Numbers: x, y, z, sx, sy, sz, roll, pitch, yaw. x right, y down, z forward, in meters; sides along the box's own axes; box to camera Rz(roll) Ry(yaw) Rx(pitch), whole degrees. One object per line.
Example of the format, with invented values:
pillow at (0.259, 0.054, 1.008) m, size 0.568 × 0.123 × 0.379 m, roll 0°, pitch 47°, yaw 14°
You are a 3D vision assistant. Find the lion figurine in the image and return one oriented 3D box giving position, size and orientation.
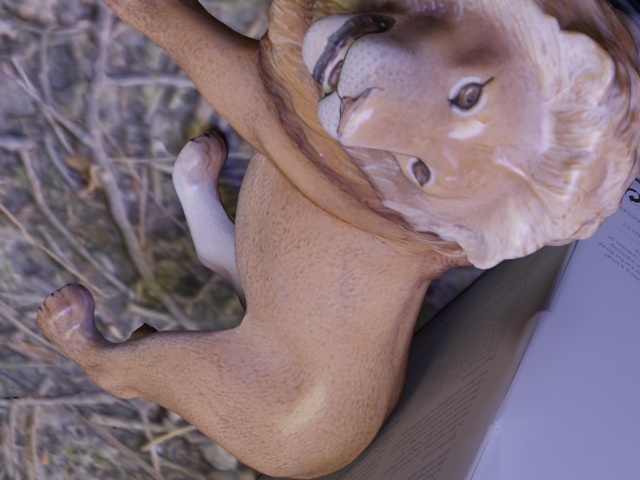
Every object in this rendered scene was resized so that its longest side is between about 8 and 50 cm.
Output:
lion figurine at (0.000, 0.000, 0.673) m, size 0.240 × 0.142 × 0.392 m, roll 43°, pitch 147°, yaw 23°

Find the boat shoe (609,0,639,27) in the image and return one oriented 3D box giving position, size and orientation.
boat shoe at (0.132, -0.210, 0.487) m, size 0.116 × 0.099 × 0.320 m, roll 14°, pitch 132°, yaw 20°

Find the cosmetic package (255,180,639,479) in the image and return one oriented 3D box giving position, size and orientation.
cosmetic package at (0.021, 0.169, 0.735) m, size 0.097 × 0.284 × 0.377 m, roll 39°, pitch 136°, yaw -3°
